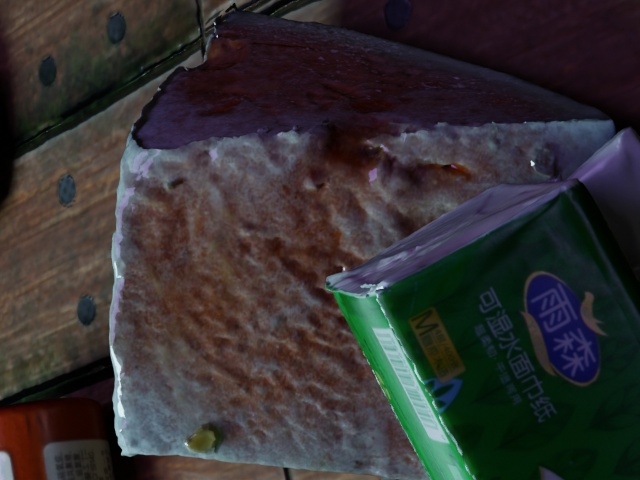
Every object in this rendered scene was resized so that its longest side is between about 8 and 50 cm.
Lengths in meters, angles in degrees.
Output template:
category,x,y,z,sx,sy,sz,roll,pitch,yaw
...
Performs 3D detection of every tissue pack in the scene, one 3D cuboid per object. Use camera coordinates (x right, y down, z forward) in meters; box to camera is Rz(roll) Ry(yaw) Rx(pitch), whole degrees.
category,x,y,z,sx,sy,sz,roll,pitch,yaw
tissue pack,0.120,0.074,0.803,0.209,0.156,0.148,61,171,-3

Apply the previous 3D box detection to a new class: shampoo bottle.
category,x,y,z,sx,sy,sz,roll,pitch,yaw
shampoo bottle,-0.166,0.244,1.188,0.104,0.104,0.278,-23,73,46

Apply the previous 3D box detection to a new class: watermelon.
category,x,y,z,sx,sy,sz,roll,pitch,yaw
watermelon,0.000,0.000,0.928,0.262,0.201,0.213,13,101,39
